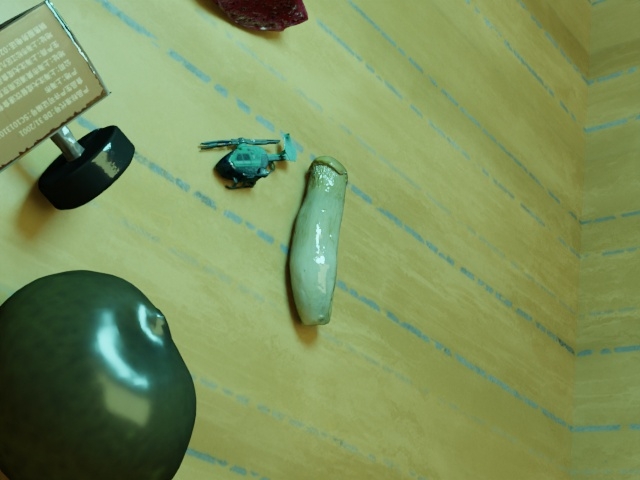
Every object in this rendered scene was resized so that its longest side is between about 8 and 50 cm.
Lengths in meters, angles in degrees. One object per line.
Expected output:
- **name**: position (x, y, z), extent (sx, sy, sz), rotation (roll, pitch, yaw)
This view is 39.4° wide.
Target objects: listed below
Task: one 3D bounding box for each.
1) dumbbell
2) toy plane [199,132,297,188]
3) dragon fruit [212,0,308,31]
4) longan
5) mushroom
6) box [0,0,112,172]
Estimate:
- **dumbbell**: position (-0.399, -0.168, 1.329), extent (0.218, 0.152, 0.152), rotation (53, 46, -26)
- **toy plane**: position (-0.127, -0.156, 1.719), extent (0.235, 0.060, 0.096), rotation (-10, 74, -46)
- **dragon fruit**: position (-0.144, -0.538, 1.756), extent (0.262, 0.134, 0.212), rotation (39, 40, -56)
- **longan**: position (-0.325, 0.210, 1.235), extent (0.288, 0.288, 0.350), rotation (-10, 77, -50)
- **mushroom**: position (0.000, 0.000, 1.796), extent (0.123, 0.095, 0.351), rotation (42, 51, -57)
- **box**: position (-0.472, -0.093, 0.995), extent (0.385, 0.344, 0.122), rotation (-42, 114, -25)
